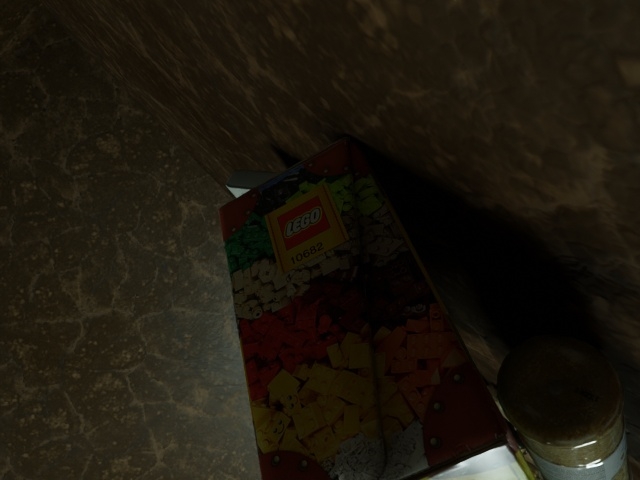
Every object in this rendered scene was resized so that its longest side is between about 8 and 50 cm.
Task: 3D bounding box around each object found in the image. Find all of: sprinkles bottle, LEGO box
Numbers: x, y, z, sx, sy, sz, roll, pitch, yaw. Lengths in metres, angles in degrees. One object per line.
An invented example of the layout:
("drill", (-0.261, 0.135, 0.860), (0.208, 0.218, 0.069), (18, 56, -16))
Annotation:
("sprinkles bottle", (0.317, 0.248, 0.611), (0.121, 0.121, 0.355), (36, 169, 46))
("LEGO box", (0.103, 0.180, 0.636), (0.500, 0.193, 0.372), (53, -167, -46))

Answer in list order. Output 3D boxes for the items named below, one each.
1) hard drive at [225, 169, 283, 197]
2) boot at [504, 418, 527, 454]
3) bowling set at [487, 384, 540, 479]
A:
("hard drive", (0.000, 0.000, 0.948), (0.233, 0.047, 0.353), (10, 150, 38))
("boot", (0.431, 0.440, 1.224), (0.137, 0.077, 0.198), (52, 169, -16))
("bowling set", (0.370, 0.411, 0.956), (0.154, 0.200, 0.287), (42, 176, 10))
